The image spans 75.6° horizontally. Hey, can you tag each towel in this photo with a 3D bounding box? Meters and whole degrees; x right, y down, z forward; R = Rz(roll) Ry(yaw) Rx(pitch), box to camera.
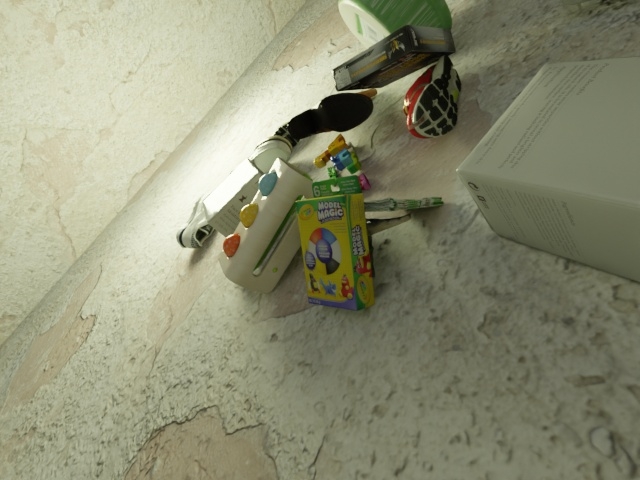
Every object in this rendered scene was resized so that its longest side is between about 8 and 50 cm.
[{"bbox_3d":[0.132,-0.067,0.738,0.113,0.152,0.023,4,100,49],"label":"towel"}]

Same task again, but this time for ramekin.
[{"bbox_3d":[0.192,-0.612,1.125,0.148,0.303,0.303,-49,31,9],"label":"ramekin"}]

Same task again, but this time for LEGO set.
[{"bbox_3d":[0.040,-0.187,1.011,0.093,0.087,0.227,-34,33,17],"label":"LEGO set"}]

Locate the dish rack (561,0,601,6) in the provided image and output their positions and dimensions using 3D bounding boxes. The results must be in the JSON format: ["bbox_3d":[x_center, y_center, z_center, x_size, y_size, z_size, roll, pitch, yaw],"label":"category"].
[{"bbox_3d":[0.636,-0.555,0.753,0.286,0.072,0.332,-54,33,-14],"label":"dish rack"}]

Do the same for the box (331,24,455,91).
[{"bbox_3d":[0.168,-0.422,0.972,0.183,0.056,0.231,-22,9,-41],"label":"box"}]

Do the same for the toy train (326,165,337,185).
[{"bbox_3d":[0.032,-0.169,1.067,0.023,0.017,0.083,-25,37,14],"label":"toy train"}]

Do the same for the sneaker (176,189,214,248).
[{"bbox_3d":[-0.385,-0.070,1.389,0.094,0.090,0.235,1,57,34],"label":"sneaker"}]

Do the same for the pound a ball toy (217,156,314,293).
[{"bbox_3d":[-0.144,-0.034,0.949,0.319,0.135,0.208,-57,33,11],"label":"pound a ball toy"}]

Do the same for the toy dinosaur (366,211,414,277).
[{"bbox_3d":[0.069,0.001,0.765,0.268,0.064,0.118,7,82,66],"label":"toy dinosaur"}]

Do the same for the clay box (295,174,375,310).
[{"bbox_3d":[0.022,0.004,0.722,0.053,0.222,0.127,-13,8,-41],"label":"clay box"}]

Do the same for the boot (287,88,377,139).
[{"bbox_3d":[0.085,-0.361,1.130,0.264,0.096,0.280,-14,18,44],"label":"boot"}]

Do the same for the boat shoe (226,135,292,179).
[{"bbox_3d":[-0.200,-0.220,1.314,0.302,0.113,0.103,-28,36,44],"label":"boat shoe"}]

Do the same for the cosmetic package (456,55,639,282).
[{"bbox_3d":[0.374,-0.074,0.442,0.217,0.156,0.385,-48,33,-4],"label":"cosmetic package"}]

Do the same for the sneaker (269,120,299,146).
[{"bbox_3d":[-0.150,-0.332,1.398,0.208,0.081,0.094,-42,30,7],"label":"sneaker"}]

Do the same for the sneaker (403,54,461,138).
[{"bbox_3d":[0.235,-0.300,0.917,0.118,0.107,0.279,-21,29,43],"label":"sneaker"}]

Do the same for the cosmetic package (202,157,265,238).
[{"bbox_3d":[-0.195,-0.094,1.116,0.183,0.151,0.151,-44,32,5],"label":"cosmetic package"}]
